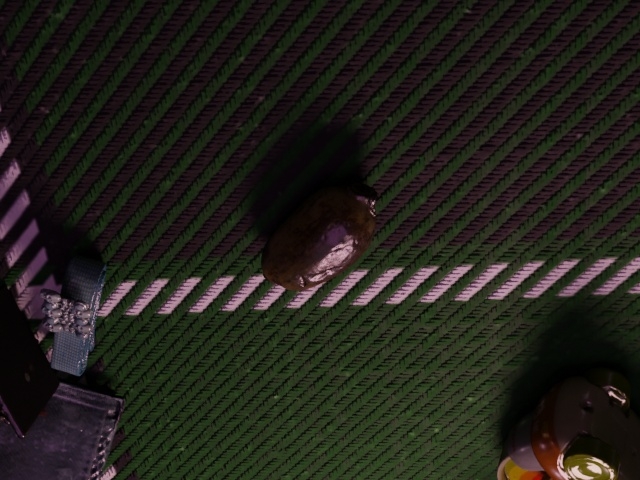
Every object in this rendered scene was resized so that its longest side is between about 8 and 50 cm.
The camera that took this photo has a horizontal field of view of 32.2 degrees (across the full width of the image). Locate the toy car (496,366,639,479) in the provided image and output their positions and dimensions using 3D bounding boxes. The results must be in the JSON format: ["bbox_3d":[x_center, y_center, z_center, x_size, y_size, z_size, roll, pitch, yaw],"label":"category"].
[{"bbox_3d":[0.321,0.287,1.414,0.235,0.145,0.235,13,136,13],"label":"toy car"}]

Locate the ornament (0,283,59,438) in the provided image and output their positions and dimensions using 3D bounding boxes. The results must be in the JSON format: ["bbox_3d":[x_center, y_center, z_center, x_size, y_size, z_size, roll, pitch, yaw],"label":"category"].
[{"bbox_3d":[-0.453,0.184,1.369,0.196,0.153,0.166,-23,104,12],"label":"ornament"}]

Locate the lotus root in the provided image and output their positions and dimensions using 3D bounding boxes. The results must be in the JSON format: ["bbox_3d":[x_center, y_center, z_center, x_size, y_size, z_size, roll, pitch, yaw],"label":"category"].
[{"bbox_3d":[0.000,0.000,1.272,0.089,0.081,0.179,38,119,-17],"label":"lotus root"}]

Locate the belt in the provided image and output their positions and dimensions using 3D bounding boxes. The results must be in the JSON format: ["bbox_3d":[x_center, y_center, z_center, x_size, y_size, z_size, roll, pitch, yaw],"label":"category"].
[{"bbox_3d":[-0.305,0.107,1.371,0.065,0.100,0.179,16,127,0],"label":"belt"}]

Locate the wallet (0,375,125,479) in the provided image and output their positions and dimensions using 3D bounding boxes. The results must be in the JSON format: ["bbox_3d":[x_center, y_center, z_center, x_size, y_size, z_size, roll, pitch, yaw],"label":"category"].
[{"bbox_3d":[-0.419,0.335,1.470,0.237,0.075,0.342,17,89,-8],"label":"wallet"}]
